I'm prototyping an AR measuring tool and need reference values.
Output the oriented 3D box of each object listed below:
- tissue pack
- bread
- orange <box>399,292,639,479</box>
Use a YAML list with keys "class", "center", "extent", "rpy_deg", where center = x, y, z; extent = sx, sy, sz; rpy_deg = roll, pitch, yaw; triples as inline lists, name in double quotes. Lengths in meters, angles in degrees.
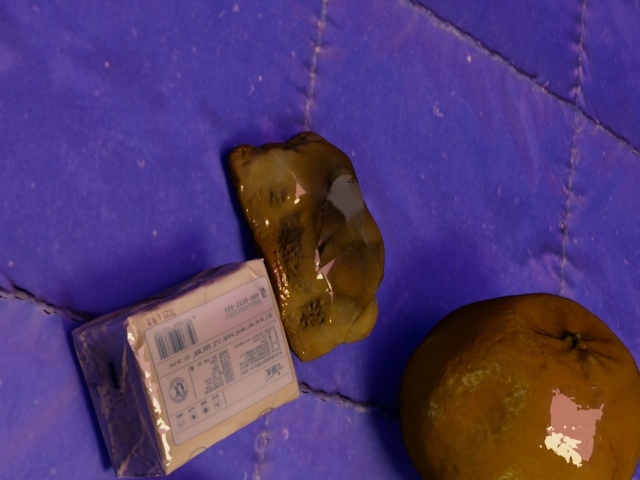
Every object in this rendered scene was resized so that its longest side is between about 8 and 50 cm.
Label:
- class: "tissue pack"
  center: [-0.119, 0.114, 1.419]
  extent: [0.196, 0.092, 0.148]
  rpy_deg: [-24, 103, -47]
- class: "bread"
  center: [0.000, 0.000, 1.582]
  extent: [0.160, 0.088, 0.233]
  rpy_deg: [-21, 98, -44]
- class: "orange"
  center: [0.223, 0.184, 1.679]
  extent: [0.279, 0.235, 0.279]
  rpy_deg: [24, 39, -21]
